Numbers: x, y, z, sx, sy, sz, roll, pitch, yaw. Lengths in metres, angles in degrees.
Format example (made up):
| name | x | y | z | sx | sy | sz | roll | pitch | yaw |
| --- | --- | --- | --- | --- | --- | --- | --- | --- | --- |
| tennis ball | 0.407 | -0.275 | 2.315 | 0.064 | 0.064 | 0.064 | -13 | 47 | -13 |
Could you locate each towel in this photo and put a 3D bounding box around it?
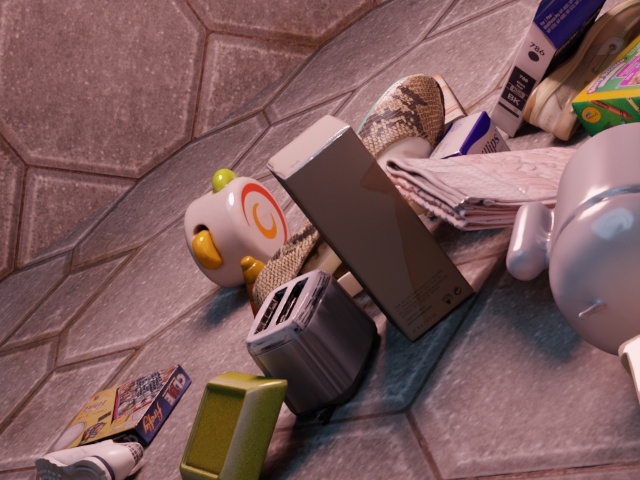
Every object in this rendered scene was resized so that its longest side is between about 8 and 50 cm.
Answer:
| name | x | y | z | sx | sy | sz | roll | pitch | yaw |
| --- | --- | --- | --- | --- | --- | --- | --- | --- | --- |
| towel | 0.284 | -0.081 | 1.767 | 0.317 | 0.053 | 0.332 | -5 | 14 | -14 |

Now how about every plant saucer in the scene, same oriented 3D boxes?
| name | x | y | z | sx | sy | sz | roll | pitch | yaw |
| --- | --- | --- | --- | --- | --- | --- | --- | --- | --- |
| plant saucer | -0.134 | 0.273 | 1.790 | 0.188 | 0.045 | 0.188 | -2 | 67 | 59 |

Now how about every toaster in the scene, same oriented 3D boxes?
| name | x | y | z | sx | sy | sz | roll | pitch | yaw |
| --- | --- | --- | --- | --- | --- | --- | --- | --- | --- |
| toaster | -0.016 | 0.149 | 1.846 | 0.129 | 0.146 | 0.227 | -26 | 22 | 32 |

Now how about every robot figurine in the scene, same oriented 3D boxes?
| name | x | y | z | sx | sy | sz | roll | pitch | yaw |
| --- | --- | --- | --- | --- | --- | --- | --- | --- | --- |
| robot figurine | 0.364 | -0.002 | 1.436 | 0.300 | 0.199 | 0.353 | -4 | 29 | 17 |

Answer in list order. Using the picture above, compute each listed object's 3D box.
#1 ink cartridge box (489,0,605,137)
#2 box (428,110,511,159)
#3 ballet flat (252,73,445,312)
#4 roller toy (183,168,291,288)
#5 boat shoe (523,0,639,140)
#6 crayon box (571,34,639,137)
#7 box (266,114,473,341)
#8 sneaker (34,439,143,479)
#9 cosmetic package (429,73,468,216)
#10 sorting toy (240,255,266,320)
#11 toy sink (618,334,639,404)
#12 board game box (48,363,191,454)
| name | x | y | z | sx | sy | sz | roll | pitch | yaw |
| --- | --- | --- | --- | --- | --- | --- | --- | --- | --- |
| ink cartridge box | 0.385 | -0.323 | 2.117 | 0.165 | 0.065 | 0.332 | -46 | -15 | -25 |
| box | 0.246 | -0.110 | 2.002 | 0.072 | 0.137 | 0.126 | -19 | 25 | 40 |
| ballet flat | 0.074 | -0.033 | 2.032 | 0.482 | 0.164 | 0.182 | -53 | 36 | 10 |
| roller toy | -0.162 | -0.010 | 2.416 | 0.146 | 0.191 | 0.209 | -26 | 45 | 26 |
| boat shoe | 0.462 | -0.280 | 2.101 | 0.302 | 0.098 | 0.109 | -45 | -24 | -20 |
| crayon box | 0.537 | -0.269 | 1.946 | 0.278 | 0.081 | 0.165 | -43 | 19 | -18 |
| box | 0.069 | -0.020 | 1.831 | 0.121 | 0.311 | 0.148 | -39 | 19 | -2 |
| sneaker | -0.384 | 0.375 | 2.096 | 0.235 | 0.090 | 0.095 | -10 | 19 | 46 |
| cosmetic package | 0.202 | -0.175 | 2.250 | 0.153 | 0.129 | 0.296 | -33 | 19 | 8 |
| sorting toy | 0.000 | 0.000 | 2.205 | 0.365 | 0.126 | 0.127 | -40 | 19 | -5 |
| toy sink | 0.368 | 0.147 | 1.154 | 0.131 | 0.152 | 0.234 | -31 | 20 | 19 |
| board game box | -0.352 | 0.311 | 2.225 | 0.243 | 0.042 | 0.165 | -22 | 24 | 39 |
